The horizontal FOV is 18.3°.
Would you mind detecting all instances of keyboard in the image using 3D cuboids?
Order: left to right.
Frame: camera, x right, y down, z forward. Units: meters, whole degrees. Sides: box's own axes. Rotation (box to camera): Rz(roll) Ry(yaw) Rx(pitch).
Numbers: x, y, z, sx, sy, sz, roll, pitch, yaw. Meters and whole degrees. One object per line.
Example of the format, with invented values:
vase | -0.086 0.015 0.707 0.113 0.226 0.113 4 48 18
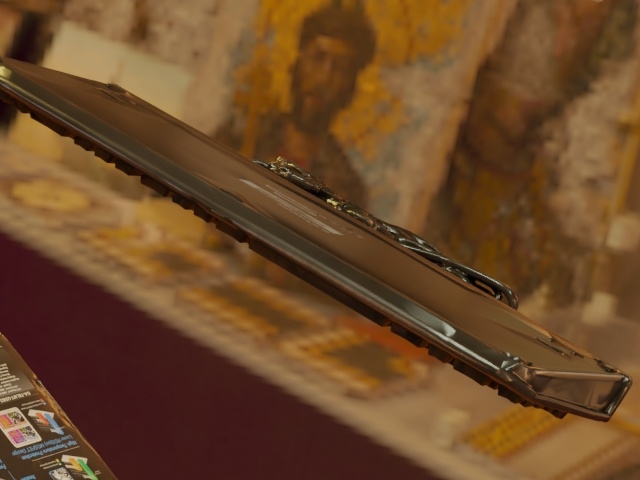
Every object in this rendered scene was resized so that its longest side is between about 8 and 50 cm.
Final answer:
keyboard | 0.000 0.000 0.917 0.317 0.033 0.201 31 10 27

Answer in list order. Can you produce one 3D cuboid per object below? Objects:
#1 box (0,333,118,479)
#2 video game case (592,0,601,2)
box | -0.268 0.219 1.504 0.293 0.073 0.295 49 30 17
video game case | 0.154 -0.252 1.384 0.190 0.173 0.022 15 50 -18
